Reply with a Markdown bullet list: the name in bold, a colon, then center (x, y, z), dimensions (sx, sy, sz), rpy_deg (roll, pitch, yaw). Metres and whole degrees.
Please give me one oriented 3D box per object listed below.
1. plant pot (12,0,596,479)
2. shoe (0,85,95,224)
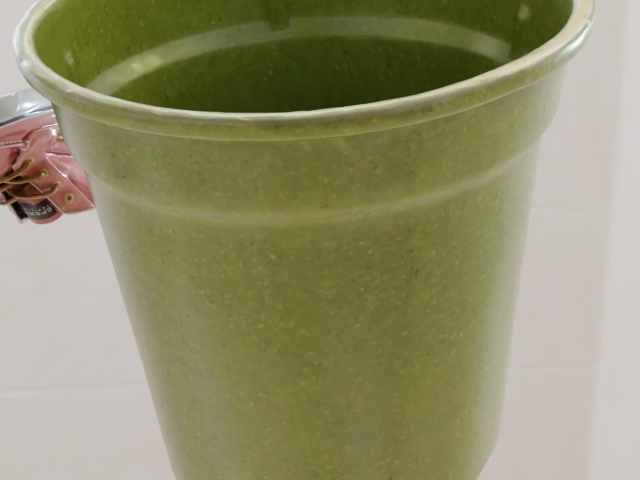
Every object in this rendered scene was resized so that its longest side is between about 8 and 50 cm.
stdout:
- **plant pot**: center (0.000, 0.000, 0.847), dimensions (0.276, 0.276, 0.254), rpy_deg (25, -51, 45)
- **shoe**: center (-0.173, -0.046, 0.962), dimensions (0.063, 0.178, 0.081), rpy_deg (-9, -81, 23)
